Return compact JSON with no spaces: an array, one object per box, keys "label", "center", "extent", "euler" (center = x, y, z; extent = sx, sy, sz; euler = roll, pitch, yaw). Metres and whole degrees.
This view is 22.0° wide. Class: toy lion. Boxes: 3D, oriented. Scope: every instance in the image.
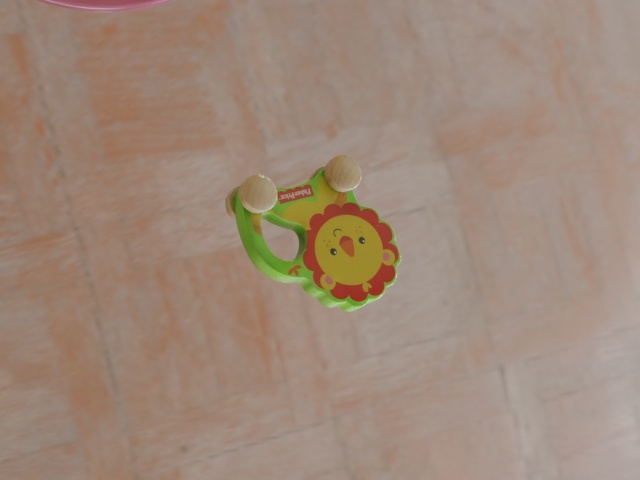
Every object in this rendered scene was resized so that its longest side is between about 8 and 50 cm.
[{"label":"toy lion","center":[0.000,0.000,1.034],"extent":[0.100,0.034,0.096],"euler":[-14,81,-29]}]

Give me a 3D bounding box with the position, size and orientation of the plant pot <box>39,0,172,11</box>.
[{"label":"plant pot","center":[-0.093,-0.193,0.697],"extent":[0.201,0.180,0.201],"euler":[-2,103,-8]}]
